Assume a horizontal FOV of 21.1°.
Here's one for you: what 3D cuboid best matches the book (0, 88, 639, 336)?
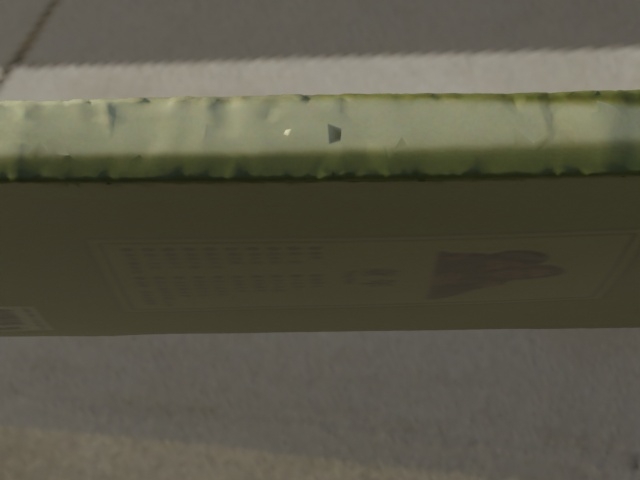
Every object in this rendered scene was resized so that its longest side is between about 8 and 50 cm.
[{"bbox_3d":[0.000,0.000,0.636,0.352,0.239,0.035,-1,74,0],"label":"book"}]
